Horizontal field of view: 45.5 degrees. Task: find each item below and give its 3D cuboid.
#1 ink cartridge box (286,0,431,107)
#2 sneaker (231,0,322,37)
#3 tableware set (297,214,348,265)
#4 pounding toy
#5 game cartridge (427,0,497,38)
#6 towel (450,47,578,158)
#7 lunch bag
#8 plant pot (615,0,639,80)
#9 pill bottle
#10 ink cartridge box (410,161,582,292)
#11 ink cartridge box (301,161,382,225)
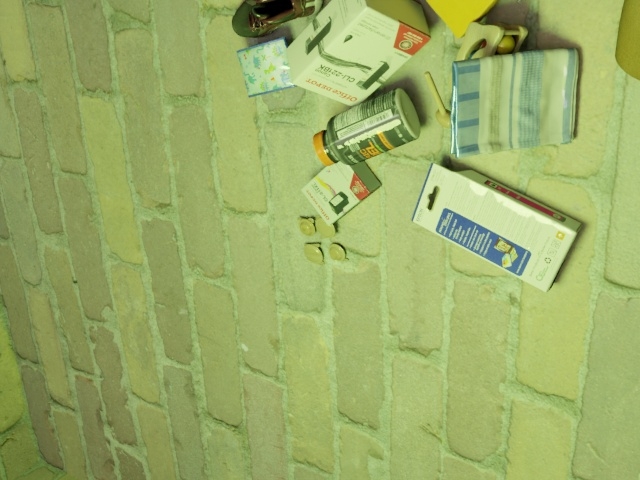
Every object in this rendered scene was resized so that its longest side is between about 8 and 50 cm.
[{"bbox_3d":[0.081,-0.444,1.729,0.273,0.197,0.114,-37,52,41],"label":"ink cartridge box"},{"bbox_3d":[-0.145,-0.561,1.864,0.281,0.162,0.106,-11,105,37],"label":"sneaker"},{"bbox_3d":[0.000,0.000,2.116,0.141,0.020,0.169,5,124,39],"label":"tableware set"},{"bbox_3d":[0.325,-0.334,1.620,0.154,0.154,0.270,55,142,39],"label":"pounding toy"},{"bbox_3d":[0.271,-0.625,1.567,0.324,0.052,0.285,52,147,3],"label":"game cartridge"},{"bbox_3d":[0.403,-0.283,1.578,0.034,0.285,0.209,-127,31,-63],"label":"towel"},{"bbox_3d":[-0.125,-0.445,1.951,0.151,0.096,0.129,-2,111,46],"label":"lunch bag"},{"bbox_3d":[0.645,-0.417,1.370,0.237,0.237,0.254,35,142,17],"label":"plant pot"},{"bbox_3d":[0.104,-0.260,1.825,0.245,0.130,0.130,-20,99,26],"label":"pill bottle"},{"bbox_3d":[0.406,-0.041,1.795,0.371,0.069,0.176,28,126,18],"label":"ink cartridge box"},{"bbox_3d":[0.052,-0.138,1.988,0.127,0.072,0.175,52,130,2],"label":"ink cartridge box"}]
